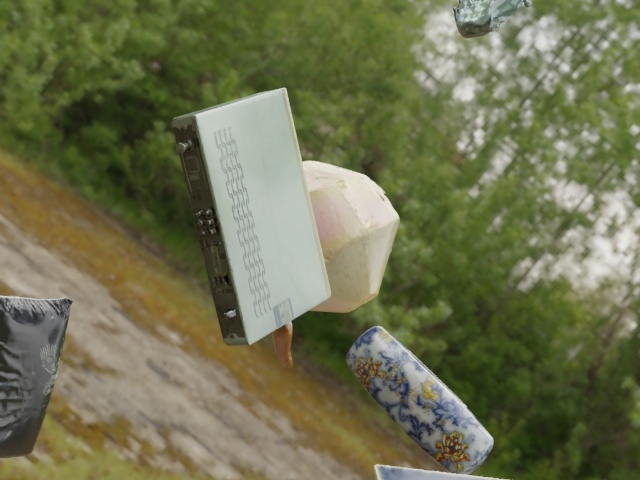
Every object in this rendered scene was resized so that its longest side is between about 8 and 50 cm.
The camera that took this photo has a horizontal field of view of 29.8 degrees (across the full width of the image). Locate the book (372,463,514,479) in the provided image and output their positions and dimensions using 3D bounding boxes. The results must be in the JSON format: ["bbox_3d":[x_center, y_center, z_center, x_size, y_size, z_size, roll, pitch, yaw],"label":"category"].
[{"bbox_3d":[0.222,0.319,1.204,0.322,0.018,0.228,10,28,-14],"label":"book"}]

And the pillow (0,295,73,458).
[{"bbox_3d":[-0.367,0.166,1.443,0.055,0.208,0.141,18,5,27],"label":"pillow"}]

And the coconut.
[{"bbox_3d":[0.000,0.000,1.758,0.237,0.237,0.197,40,21,14],"label":"coconut"}]

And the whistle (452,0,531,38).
[{"bbox_3d":[0.288,-0.404,1.627,0.189,0.348,0.189,26,-14,7],"label":"whistle"}]

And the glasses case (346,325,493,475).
[{"bbox_3d":[0.133,0.221,1.657,0.248,0.087,0.065,43,6,28],"label":"glasses case"}]

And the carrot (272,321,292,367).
[{"bbox_3d":[-0.060,0.167,1.957,0.035,0.035,0.142,41,-29,33],"label":"carrot"}]

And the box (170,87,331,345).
[{"bbox_3d":[-0.079,-0.031,1.409,0.211,0.045,0.270,-29,109,-53],"label":"box"}]
